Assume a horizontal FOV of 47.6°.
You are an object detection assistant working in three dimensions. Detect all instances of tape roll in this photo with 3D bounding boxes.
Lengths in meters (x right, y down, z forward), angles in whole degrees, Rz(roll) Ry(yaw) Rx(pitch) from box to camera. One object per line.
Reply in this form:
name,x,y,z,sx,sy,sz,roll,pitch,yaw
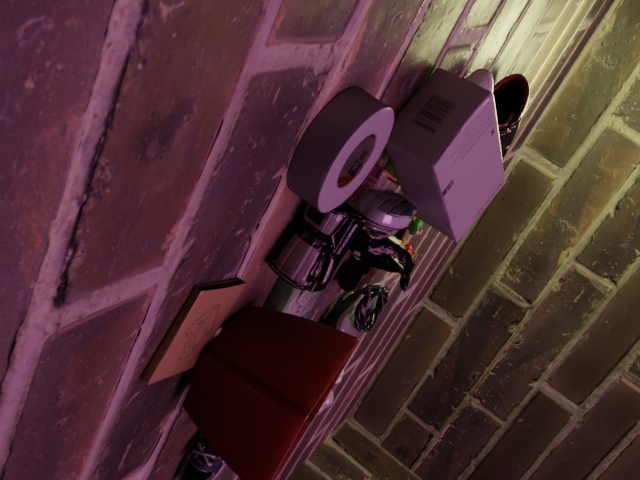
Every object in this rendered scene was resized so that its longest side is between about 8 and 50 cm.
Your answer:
tape roll,0.038,-0.158,1.279,0.219,0.072,0.219,-49,163,-20

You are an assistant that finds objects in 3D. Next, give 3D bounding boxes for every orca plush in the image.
orca plush,0.172,0.062,1.852,0.151,0.102,0.287,-35,137,2

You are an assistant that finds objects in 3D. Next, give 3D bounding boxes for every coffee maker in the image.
coffee maker,0.000,0.000,1.441,0.178,0.120,0.171,-58,172,13

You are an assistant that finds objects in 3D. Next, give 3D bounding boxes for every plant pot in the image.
plant pot,-0.114,0.289,1.453,0.267,0.236,0.267,-45,165,-55

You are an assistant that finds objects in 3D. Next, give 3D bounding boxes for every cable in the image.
cable,0.158,0.204,2.171,0.184,0.047,0.150,9,96,-65

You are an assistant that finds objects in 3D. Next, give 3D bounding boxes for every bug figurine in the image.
bug figurine,0.294,-0.060,2.143,0.216,0.072,0.279,-63,177,-53

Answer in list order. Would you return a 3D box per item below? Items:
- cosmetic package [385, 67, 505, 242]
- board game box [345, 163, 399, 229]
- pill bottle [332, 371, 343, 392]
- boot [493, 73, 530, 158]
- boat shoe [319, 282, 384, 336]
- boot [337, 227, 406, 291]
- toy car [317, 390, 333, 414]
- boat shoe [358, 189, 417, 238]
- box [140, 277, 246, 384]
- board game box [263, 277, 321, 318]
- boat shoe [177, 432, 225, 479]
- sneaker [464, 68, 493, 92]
cosmetic package,0.294,-0.183,1.671,0.217,0.156,0.385,-51,149,-7
board game box,0.114,-0.099,1.678,0.146,0.045,0.193,-56,164,6
pill bottle,0.034,0.523,2.726,0.078,0.078,0.137,-35,157,-50
boot,0.522,-0.314,2.239,0.377,0.138,0.284,-55,166,-10
boat shoe,0.101,0.206,2.229,0.302,0.091,0.114,-29,118,-53
boot,0.175,0.034,2.059,0.264,0.096,0.280,-59,166,11
toy car,-0.053,0.469,2.282,0.182,0.159,0.136,-11,101,-67
boat shoe,0.145,-0.046,1.602,0.094,0.109,0.302,-57,165,14
box,-0.223,0.158,1.291,0.201,0.021,0.164,-57,164,14
board game box,-0.071,0.155,1.683,0.213,0.046,0.317,-23,146,-60
boat shoe,-0.274,0.521,1.785,0.301,0.108,0.102,-55,168,33
sneaker,0.347,-0.328,1.796,0.232,0.090,0.115,-56,161,6
